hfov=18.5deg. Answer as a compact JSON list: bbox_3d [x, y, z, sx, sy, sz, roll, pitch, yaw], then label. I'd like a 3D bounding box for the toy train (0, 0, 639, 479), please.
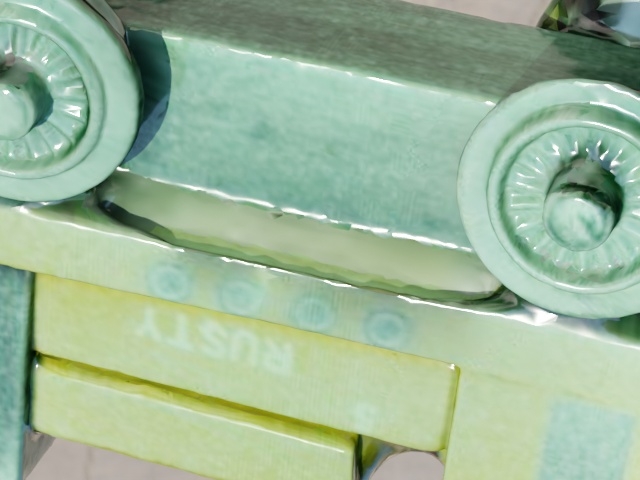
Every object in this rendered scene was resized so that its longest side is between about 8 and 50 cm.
[{"bbox_3d":[0.000,0.000,0.762,0.397,0.160,0.253,12,122,9],"label":"toy train"}]
